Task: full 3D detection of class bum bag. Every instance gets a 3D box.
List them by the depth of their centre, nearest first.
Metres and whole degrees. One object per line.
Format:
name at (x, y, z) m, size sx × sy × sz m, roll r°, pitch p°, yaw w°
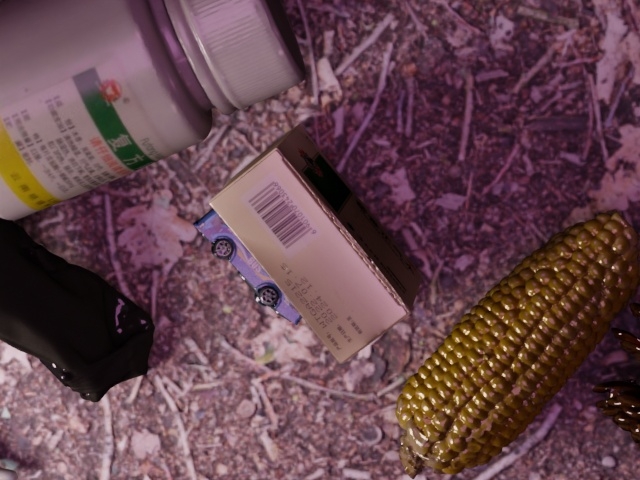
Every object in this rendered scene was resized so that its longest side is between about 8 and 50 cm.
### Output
bum bag at (-0.305, 0.063, 1.691) m, size 0.326 × 0.080 × 0.142 m, roll 38°, pitch 56°, yaw -30°

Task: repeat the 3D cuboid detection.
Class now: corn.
corn at (0.203, 0.111, 1.696) m, size 0.130 × 0.130 × 0.347 m, roll 43°, pitch 95°, yaw -3°

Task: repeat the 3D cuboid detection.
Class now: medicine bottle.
medicine bottle at (-0.202, -0.173, 1.632) m, size 0.340 × 0.208 × 0.208 m, roll -22°, pitch 97°, yaw 7°

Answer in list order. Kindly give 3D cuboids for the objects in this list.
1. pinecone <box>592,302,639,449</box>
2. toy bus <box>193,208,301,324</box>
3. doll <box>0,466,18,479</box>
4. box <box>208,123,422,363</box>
pinecone at (0.415, 0.109, 1.627) m, size 0.246 × 0.246 × 0.292 m, roll 19°, pitch 92°, yaw 0°
toy bus at (-0.066, 0.023, 1.737) m, size 0.061 × 0.051 × 0.153 m, roll -43°, pitch 94°, yaw -4°
doll at (-0.411, 0.250, 1.787) m, size 0.113 × 0.071 × 0.135 m, roll -45°, pitch 89°, yaw 1°
box at (0.000, 0.000, 1.667) m, size 0.095 × 0.168 × 0.212 m, roll -38°, pitch 95°, yaw 12°
